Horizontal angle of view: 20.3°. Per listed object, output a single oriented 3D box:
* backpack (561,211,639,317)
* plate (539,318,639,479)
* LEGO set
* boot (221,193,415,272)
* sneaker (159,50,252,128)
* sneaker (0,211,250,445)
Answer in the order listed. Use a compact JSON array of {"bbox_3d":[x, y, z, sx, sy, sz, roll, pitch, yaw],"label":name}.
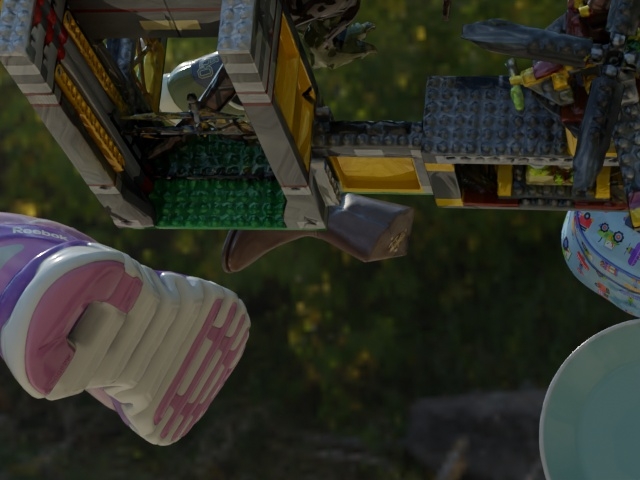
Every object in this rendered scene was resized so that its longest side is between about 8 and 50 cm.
[{"bbox_3d":[0.273,-0.031,1.423,0.158,0.173,0.117,35,-4,22],"label":"backpack"},{"bbox_3d":[0.259,0.153,1.370,0.188,0.188,0.024,-5,-10,-2],"label":"plate"},{"bbox_3d":[0.018,-0.130,0.713,0.331,0.255,0.192,9,-21,14],"label":"LEGO set"},{"bbox_3d":[0.000,0.000,1.265,0.114,0.106,0.037,25,-25,32],"label":"boot"},{"bbox_3d":[-0.059,-0.125,1.620,0.086,0.064,0.192,-27,-26,32],"label":"sneaker"},{"bbox_3d":[-0.122,0.039,0.962,0.104,0.095,0.236,28,-4,26],"label":"sneaker"}]
